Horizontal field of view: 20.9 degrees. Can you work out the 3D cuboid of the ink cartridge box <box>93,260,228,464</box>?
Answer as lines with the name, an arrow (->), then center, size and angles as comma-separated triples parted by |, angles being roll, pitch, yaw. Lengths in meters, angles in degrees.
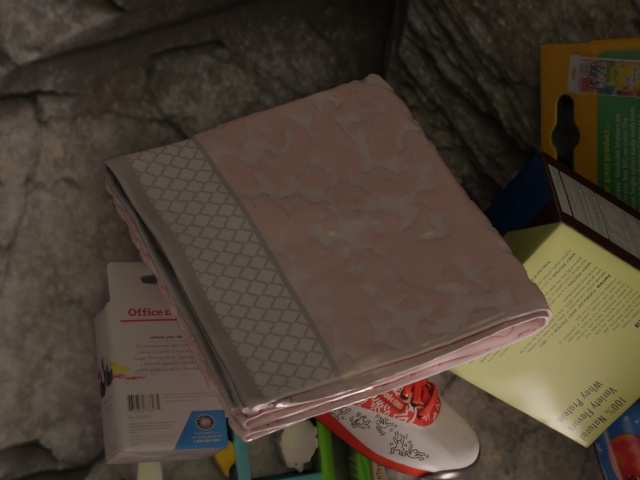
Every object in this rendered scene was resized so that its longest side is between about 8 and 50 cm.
ink cartridge box -> -0.153, 0.114, 1.629 | 0.104, 0.061, 0.181 | 0, 72, -23

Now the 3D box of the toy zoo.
toy zoo -> -0.074, 0.250, 1.698 | 0.293, 0.030, 0.192 | -7, 94, -22

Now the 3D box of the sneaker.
sneaker -> 0.055, 0.120, 1.648 | 0.270, 0.145, 0.090 | 29, 40, -1

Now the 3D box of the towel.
towel -> 0.000, 0.000, 1.600 | 0.317, 0.053, 0.332 | -19, 56, -21

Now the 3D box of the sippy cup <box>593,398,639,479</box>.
sippy cup -> 0.393, 0.238, 1.797 | 0.305, 0.240, 0.224 | -26, 91, -29

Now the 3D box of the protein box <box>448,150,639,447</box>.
protein box -> 0.242, 0.060, 1.719 | 0.201, 0.136, 0.200 | 30, 118, -20

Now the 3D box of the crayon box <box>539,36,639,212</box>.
crayon box -> 0.392, -0.110, 1.780 | 0.083, 0.323, 0.203 | -6, 96, -65
